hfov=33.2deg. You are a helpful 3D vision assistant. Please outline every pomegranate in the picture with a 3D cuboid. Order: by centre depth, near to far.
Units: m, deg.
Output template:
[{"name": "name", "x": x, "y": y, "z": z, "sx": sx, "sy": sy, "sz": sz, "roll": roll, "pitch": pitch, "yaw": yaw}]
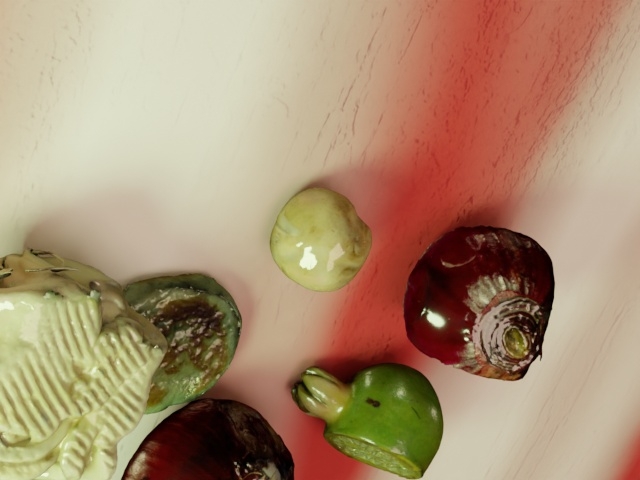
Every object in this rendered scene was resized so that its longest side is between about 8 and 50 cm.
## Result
[{"name": "pomegranate", "x": 0.084, "y": 0.270, "z": 1.725, "sx": 0.190, "sy": 0.241, "sz": 0.159, "roll": 70, "pitch": 39, "yaw": -62}]

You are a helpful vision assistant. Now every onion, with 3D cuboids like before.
[{"name": "onion", "x": -0.178, "y": 0.379, "z": 1.583, "sx": 0.314, "sy": 0.232, "sz": 0.313, "roll": -20, "pitch": 115, "yaw": -52}, {"name": "onion", "x": 0.234, "y": 0.076, "z": 1.642, "sx": 0.206, "sy": 0.216, "sz": 0.206, "roll": 11, "pitch": 104, "yaw": -18}]

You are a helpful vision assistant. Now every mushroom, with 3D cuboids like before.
[{"name": "mushroom", "x": 0.000, "y": 0.000, "z": 1.505, "sx": 0.148, "sy": 0.148, "sz": 0.112, "roll": -53, "pitch": 171, "yaw": 11}]

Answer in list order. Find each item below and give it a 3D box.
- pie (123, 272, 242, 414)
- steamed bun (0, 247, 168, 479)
[{"name": "pie", "x": -0.221, "y": 0.148, "z": 1.515, "sx": 0.241, "sy": 0.054, "sz": 0.240, "roll": -17, "pitch": 128, "yaw": -23}, {"name": "steamed bun", "x": -0.360, "y": 0.152, "z": 1.329, "sx": 0.268, "sy": 0.207, "sz": 0.280, "roll": 26, "pitch": 86, "yaw": -44}]
